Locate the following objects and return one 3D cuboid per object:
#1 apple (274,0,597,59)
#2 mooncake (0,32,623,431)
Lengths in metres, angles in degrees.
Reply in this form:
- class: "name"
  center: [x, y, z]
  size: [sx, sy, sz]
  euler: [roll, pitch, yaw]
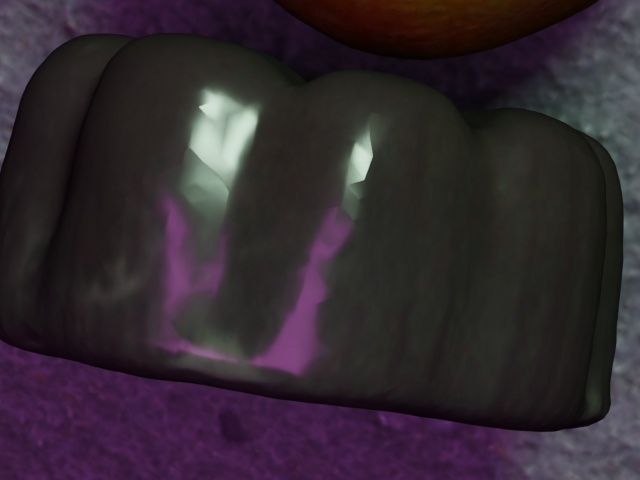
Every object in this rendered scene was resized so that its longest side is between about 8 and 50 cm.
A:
- class: "apple"
  center: [0.050, -0.203, 0.868]
  size: [0.264, 0.264, 0.264]
  euler: [4, 109, 11]
- class: "mooncake"
  center: [0.000, 0.000, 0.924]
  size: [0.306, 0.306, 0.154]
  euler: [10, 91, 9]
